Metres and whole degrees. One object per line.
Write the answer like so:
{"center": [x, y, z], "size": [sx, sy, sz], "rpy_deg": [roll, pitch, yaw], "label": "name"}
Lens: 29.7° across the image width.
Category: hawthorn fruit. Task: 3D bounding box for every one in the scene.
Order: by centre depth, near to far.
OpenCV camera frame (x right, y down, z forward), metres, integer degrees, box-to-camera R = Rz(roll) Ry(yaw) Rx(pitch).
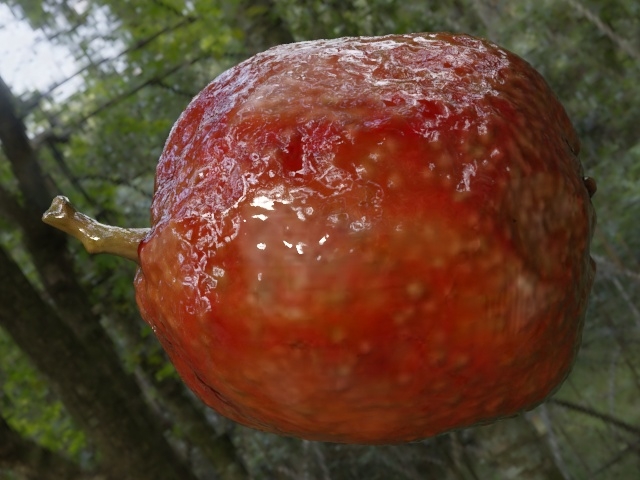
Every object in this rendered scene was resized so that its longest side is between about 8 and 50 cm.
{"center": [0.000, 0.000, 0.568], "size": [0.253, 0.205, 0.205], "rpy_deg": [-3, 2, -4], "label": "hawthorn fruit"}
